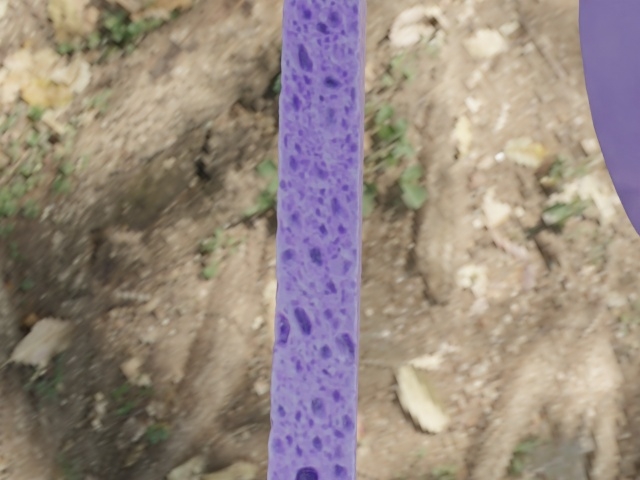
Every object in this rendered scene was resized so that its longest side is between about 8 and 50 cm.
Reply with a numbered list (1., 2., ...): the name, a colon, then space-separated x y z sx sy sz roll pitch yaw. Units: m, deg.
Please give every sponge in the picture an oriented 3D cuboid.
1. sponge: 0.000 0.000 0.630 0.031 0.117 0.210 1 75 2

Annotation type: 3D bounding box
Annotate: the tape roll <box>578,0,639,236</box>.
1. tape roll: 0.160 -0.066 0.455 0.189 0.080 0.189 -3 95 -39
